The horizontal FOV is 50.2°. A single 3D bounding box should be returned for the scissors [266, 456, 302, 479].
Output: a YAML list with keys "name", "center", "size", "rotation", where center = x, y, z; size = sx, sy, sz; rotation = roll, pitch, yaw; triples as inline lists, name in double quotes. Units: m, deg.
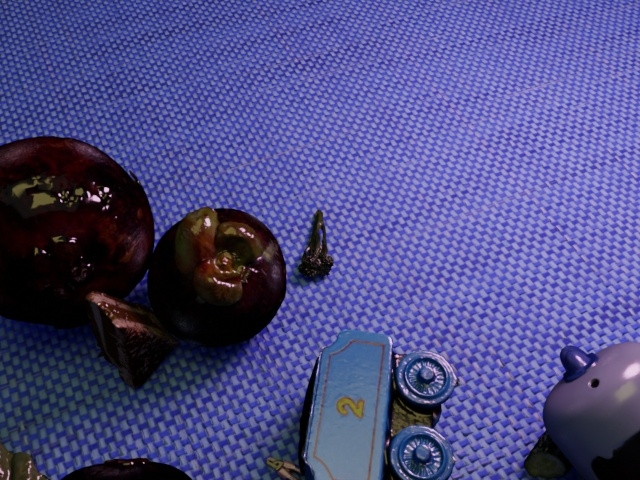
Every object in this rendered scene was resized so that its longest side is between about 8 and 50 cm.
- name: "scissors"
  center: [-0.047, 0.417, 1.221]
  size: [0.113, 0.012, 0.039]
  rotation: [25, 55, 16]

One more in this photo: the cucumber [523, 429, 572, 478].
- name: "cucumber"
  center: [0.476, 0.337, 1.270]
  size: [0.077, 0.077, 0.265]
  rotation: [36, 57, 23]

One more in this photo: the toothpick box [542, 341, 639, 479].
- name: "toothpick box"
  center: [0.525, 0.324, 1.128]
  size: [0.263, 0.263, 0.355]
  rotation: [-35, 81, -25]

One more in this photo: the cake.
- name: "cake"
  center: [-0.345, 0.153, 1.271]
  size: [0.112, 0.246, 0.135]
  rotation: [35, 56, 20]

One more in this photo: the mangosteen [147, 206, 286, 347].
- name: "mangosteen"
  center: [-0.198, 0.067, 1.318]
  size: [0.287, 0.288, 0.288]
  rotation: [1, 52, -1]

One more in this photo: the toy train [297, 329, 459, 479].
- name: "toy train"
  center: [0.095, 0.327, 1.190]
  size: [0.264, 0.188, 0.301]
  rotation: [7, 55, 3]

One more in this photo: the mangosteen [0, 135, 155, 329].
- name: "mangosteen"
  center: [-0.511, -0.014, 1.342]
  size: [0.380, 0.421, 0.381]
  rotation: [0, 93, -7]

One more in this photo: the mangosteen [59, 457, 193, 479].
- name: "mangosteen"
  center: [-0.299, 0.486, 1.027]
  size: [0.274, 0.275, 0.303]
  rotation: [1, 79, -1]

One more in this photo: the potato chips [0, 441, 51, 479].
- name: "potato chips"
  center: [-0.610, 0.486, 1.087]
  size: [0.373, 0.097, 0.389]
  rotation: [-28, 58, -26]

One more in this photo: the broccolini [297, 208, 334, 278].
- name: "broccolini"
  center: [-0.005, 0.008, 1.531]
  size: [0.073, 0.058, 0.201]
  rotation: [16, 36, -7]
